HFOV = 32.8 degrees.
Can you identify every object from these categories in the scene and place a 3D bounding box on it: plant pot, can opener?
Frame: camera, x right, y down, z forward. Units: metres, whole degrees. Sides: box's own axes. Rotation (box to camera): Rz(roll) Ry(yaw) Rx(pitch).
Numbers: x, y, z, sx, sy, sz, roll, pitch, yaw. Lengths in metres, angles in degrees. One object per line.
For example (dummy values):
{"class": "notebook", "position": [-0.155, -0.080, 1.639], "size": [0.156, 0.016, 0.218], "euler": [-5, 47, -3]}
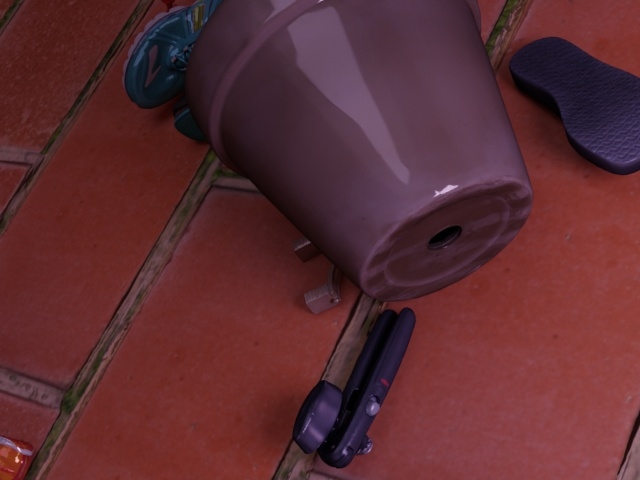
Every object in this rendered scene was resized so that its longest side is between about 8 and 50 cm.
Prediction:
{"class": "plant pot", "position": [0.061, -0.104, 1.096], "size": [0.323, 0.323, 0.280], "euler": [-33, 60, 8]}
{"class": "can opener", "position": [0.045, 0.140, 1.065], "size": [0.059, 0.073, 0.186], "euler": [5, 50, 45]}

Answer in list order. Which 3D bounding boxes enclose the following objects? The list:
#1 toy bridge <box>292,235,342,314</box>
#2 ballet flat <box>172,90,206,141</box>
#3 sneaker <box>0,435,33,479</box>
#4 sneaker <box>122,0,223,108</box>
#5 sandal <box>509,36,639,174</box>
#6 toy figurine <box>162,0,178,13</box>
{"class": "toy bridge", "position": [0.000, 0.000, 1.225], "size": [0.063, 0.026, 0.188], "euler": [-27, 46, 12]}
{"class": "ballet flat", "position": [-0.095, -0.195, 1.346], "size": [0.280, 0.095, 0.096], "euler": [-5, 56, 52]}
{"class": "sneaker", "position": [-0.412, 0.253, 1.277], "size": [0.175, 0.064, 0.067], "euler": [5, 70, 39]}
{"class": "sneaker", "position": [-0.154, -0.275, 1.473], "size": [0.275, 0.107, 0.110], "euler": [-37, 33, 4]}
{"class": "sandal", "position": [0.285, -0.141, 1.137], "size": [0.097, 0.054, 0.254], "euler": [-27, 36, 3]}
{"class": "toy figurine", "position": [-0.097, -0.464, 1.611], "size": [0.217, 0.191, 0.362], "euler": [8, 53, 3]}
